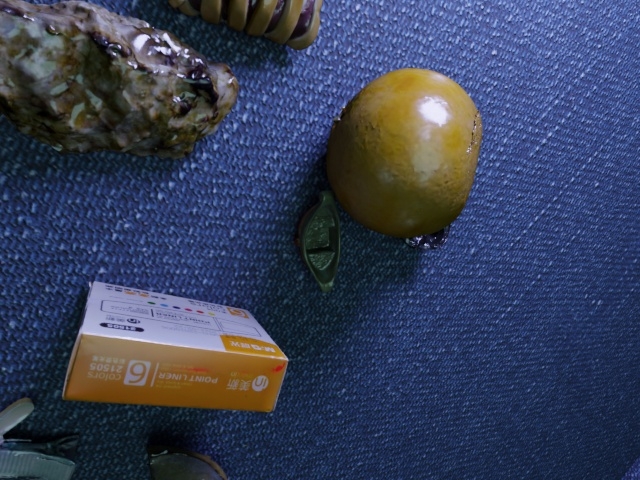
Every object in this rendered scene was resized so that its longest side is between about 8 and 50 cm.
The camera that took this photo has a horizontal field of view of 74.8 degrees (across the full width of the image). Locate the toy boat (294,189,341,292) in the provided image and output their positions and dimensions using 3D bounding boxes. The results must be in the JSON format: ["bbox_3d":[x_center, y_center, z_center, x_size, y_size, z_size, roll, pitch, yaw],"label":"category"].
[{"bbox_3d":[0.000,-0.001,0.747,0.089,0.071,0.185,-7,108,-21],"label":"toy boat"}]

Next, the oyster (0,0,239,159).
[{"bbox_3d":[-0.304,-0.201,0.534,0.396,0.111,0.204,10,105,-33],"label":"oyster"}]

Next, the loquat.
[{"bbox_3d":[0.135,-0.136,0.667,0.262,0.263,0.263,-7,107,-22],"label":"loquat"}]

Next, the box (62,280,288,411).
[{"bbox_3d":[-0.209,0.152,0.615,0.273,0.220,0.091,17,94,-29],"label":"box"}]

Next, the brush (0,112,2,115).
[{"bbox_3d":[-0.415,-0.194,0.539,0.170,0.014,0.043,-49,119,-6],"label":"brush"}]

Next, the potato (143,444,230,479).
[{"bbox_3d":[-0.234,0.451,0.755,0.138,0.098,0.243,-6,101,-26],"label":"potato"}]

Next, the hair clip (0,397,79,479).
[{"bbox_3d":[-0.481,0.313,0.621,0.218,0.071,0.159,19,94,-33],"label":"hair clip"}]

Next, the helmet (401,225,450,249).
[{"bbox_3d":[0.193,-0.033,0.825,0.123,0.070,0.098,12,93,-20],"label":"helmet"}]

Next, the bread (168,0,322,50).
[{"bbox_3d":[-0.100,-0.366,0.594,0.225,0.081,0.134,4,101,-24],"label":"bread"}]
